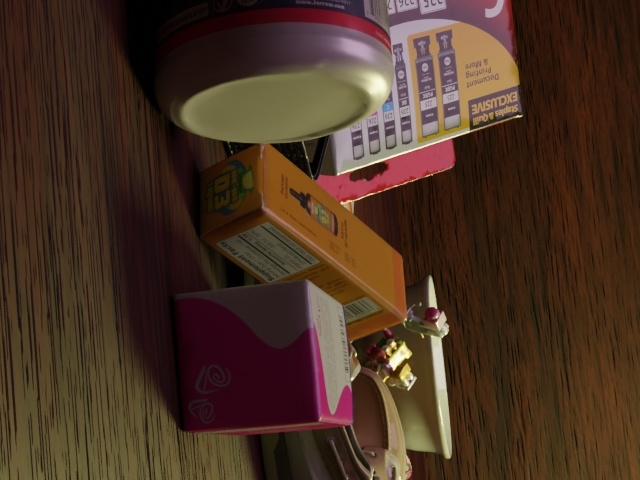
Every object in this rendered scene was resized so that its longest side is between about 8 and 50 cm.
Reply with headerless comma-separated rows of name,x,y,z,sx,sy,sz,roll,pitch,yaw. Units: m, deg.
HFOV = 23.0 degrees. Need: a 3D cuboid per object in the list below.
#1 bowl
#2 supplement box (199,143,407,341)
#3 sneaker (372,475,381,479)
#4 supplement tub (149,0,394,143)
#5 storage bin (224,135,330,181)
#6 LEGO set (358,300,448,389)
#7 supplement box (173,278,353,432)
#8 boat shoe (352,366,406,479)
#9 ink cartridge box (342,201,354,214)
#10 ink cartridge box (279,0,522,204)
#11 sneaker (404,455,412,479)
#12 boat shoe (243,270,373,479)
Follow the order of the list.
bowl,0.127,0.207,2.509,0.298,0.134,0.298,-7,90,-84
supplement box,-0.013,0.006,1.431,0.233,0.080,0.078,41,37,-44
sneaker,0.019,0.325,1.659,0.292,0.110,0.118,-25,117,-82
supplement tub,-0.045,-0.230,1.264,0.191,0.191,0.272,61,23,-72
storage bin,-0.046,-0.154,1.529,0.180,0.084,0.122,75,24,-53
LEGO set,0.064,0.190,2.152,0.107,0.132,0.287,57,45,-36
supplement box,-0.042,0.101,1.302,0.220,0.114,0.111,51,34,-80
boat shoe,0.044,0.290,1.871,0.098,0.109,0.302,69,21,-68
ink cartridge box,0.016,-0.102,2.274,0.145,0.045,0.179,-85,169,-62
ink cartridge box,0.081,-0.177,1.810,0.309,0.130,0.272,-20,109,-37
sneaker,0.102,0.357,2.502,0.178,0.072,0.077,87,-11,-56
boat shoe,-0.012,0.123,1.553,0.113,0.103,0.302,-68,150,-77
